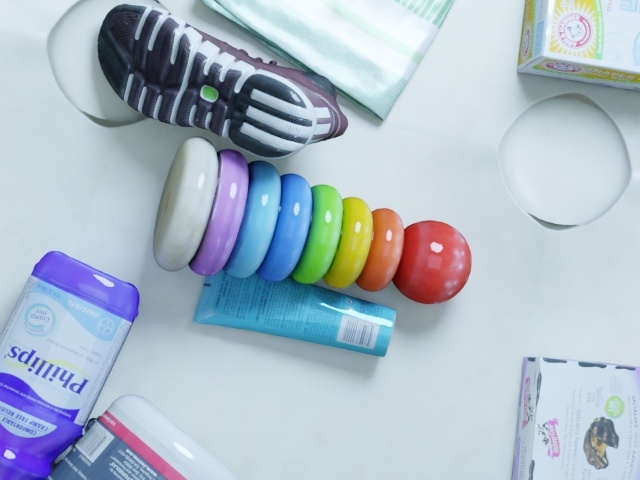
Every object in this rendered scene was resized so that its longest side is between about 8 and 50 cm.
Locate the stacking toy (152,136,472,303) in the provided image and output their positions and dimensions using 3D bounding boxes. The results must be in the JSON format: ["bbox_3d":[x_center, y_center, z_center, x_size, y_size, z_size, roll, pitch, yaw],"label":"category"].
[{"bbox_3d":[0.000,0.000,1.621,0.330,0.141,0.141,15,85,-14],"label":"stacking toy"}]

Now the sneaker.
[{"bbox_3d":[-0.092,-0.160,1.631,0.281,0.162,0.106,31,109,27],"label":"sneaker"}]

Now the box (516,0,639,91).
[{"bbox_3d":[0.325,-0.227,1.686,0.203,0.103,0.114,9,86,-8],"label":"box"}]

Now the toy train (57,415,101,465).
[{"bbox_3d":[-0.261,0.247,1.619,0.036,0.027,0.158,36,83,-9],"label":"toy train"}]

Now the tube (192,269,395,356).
[{"bbox_3d":[-0.025,0.073,1.652,0.207,0.052,0.080,15,73,-2],"label":"tube"}]

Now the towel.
[{"bbox_3d":[0.049,-0.331,1.685,0.248,0.038,0.325,32,83,-6],"label":"towel"}]

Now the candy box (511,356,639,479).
[{"bbox_3d":[0.311,0.215,1.681,0.196,0.070,0.165,7,87,-8],"label":"candy box"}]

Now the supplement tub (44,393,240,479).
[{"bbox_3d":[-0.208,0.306,1.537,0.191,0.191,0.272,42,81,-4],"label":"supplement tub"}]

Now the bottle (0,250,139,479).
[{"bbox_3d":[-0.287,0.155,1.585,0.118,0.092,0.283,26,84,-2],"label":"bottle"}]
